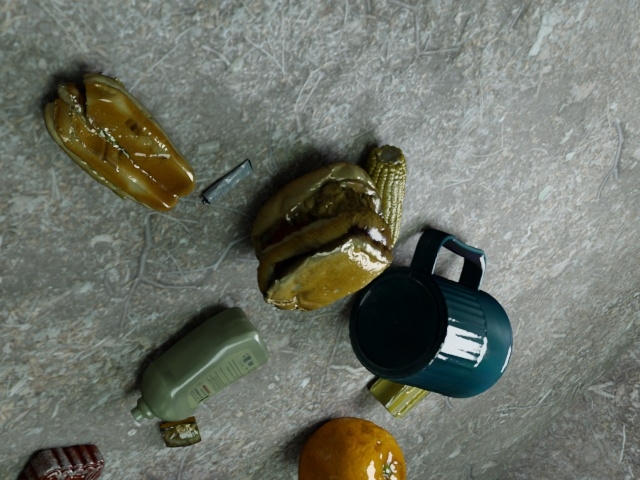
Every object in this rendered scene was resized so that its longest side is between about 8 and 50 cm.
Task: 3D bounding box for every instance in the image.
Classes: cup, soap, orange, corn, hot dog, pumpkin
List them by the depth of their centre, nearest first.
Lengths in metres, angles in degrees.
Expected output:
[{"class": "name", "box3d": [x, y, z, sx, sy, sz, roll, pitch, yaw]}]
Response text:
[{"class": "hot dog", "box3d": [-0.246, -0.116, 1.109, 0.109, 0.072, 0.269, -39, 146, 0]}, {"class": "corn", "box3d": [0.106, -0.066, 1.523, 0.080, 0.080, 0.238, -23, 140, -26]}, {"class": "pumpkin", "box3d": [-0.270, 0.364, 1.682, 0.073, 0.035, 0.101, -17, 145, -15]}, {"class": "cup", "box3d": [0.243, 0.166, 1.789, 0.308, 0.242, 0.292, -49, 144, 16]}, {"class": "orange", "box3d": [0.074, 0.542, 2.036, 0.261, 0.261, 0.261, -27, 145, -21]}, {"class": "soap", "box3d": [0.233, 0.317, 2.104, 0.233, 0.076, 0.135, -41, 147, -2]}]

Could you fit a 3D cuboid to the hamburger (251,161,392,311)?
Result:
[{"class": "hamburger", "box3d": [0.000, 0.000, 1.411, 0.244, 0.163, 0.244, -20, 155, -10]}]

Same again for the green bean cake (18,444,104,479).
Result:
[{"class": "green bean cake", "box3d": [-0.456, 0.421, 1.533, 0.135, 0.056, 0.135, 8, 122, -50]}]

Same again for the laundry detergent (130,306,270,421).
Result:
[{"class": "laundry detergent", "box3d": [-0.216, 0.232, 1.528, 0.253, 0.091, 0.181, -35, 152, -10]}]

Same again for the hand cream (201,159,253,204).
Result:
[{"class": "hand cream", "box3d": [-0.140, -0.086, 1.308, 0.093, 0.019, 0.030, -40, 146, -15]}]
